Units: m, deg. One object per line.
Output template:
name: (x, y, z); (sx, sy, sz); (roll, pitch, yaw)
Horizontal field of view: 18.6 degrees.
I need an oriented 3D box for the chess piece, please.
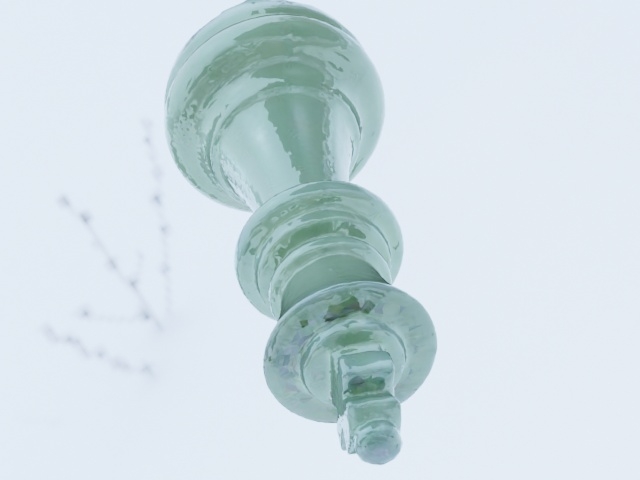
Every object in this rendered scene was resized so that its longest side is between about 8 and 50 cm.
chess piece: (0.000, 0.000, 0.466); (0.059, 0.059, 0.149); (-27, 36, 5)
